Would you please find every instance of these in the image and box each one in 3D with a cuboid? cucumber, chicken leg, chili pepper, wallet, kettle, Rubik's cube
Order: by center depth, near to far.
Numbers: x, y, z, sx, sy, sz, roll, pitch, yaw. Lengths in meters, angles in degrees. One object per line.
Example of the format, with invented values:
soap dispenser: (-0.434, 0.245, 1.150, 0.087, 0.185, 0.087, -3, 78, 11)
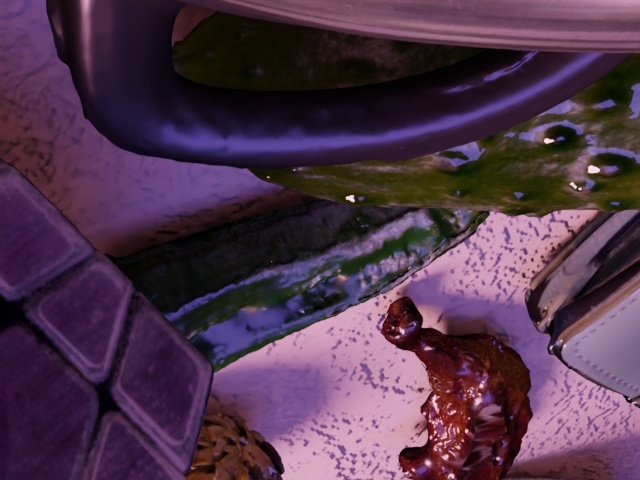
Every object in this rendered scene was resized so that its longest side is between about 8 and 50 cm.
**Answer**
kettle: (0.016, -0.156, 0.611, 0.271, 0.207, 0.251, -4, 167, -10)
Rubik's cube: (-0.196, 0.098, 0.741, 0.264, 0.319, 0.319, 17, 135, -8)
cucumber: (0.037, -0.073, 0.772, 0.244, 0.134, 0.134, -1, 141, -8)
chili pepper: (0.000, 0.000, 0.902, 0.227, 0.059, 0.088, -26, 132, -2)
wallet: (0.250, 0.037, 1.064, 0.176, 0.075, 0.250, -41, 140, 19)
chicken leg: (0.087, 0.099, 1.080, 0.089, 0.048, 0.219, -20, 145, -8)

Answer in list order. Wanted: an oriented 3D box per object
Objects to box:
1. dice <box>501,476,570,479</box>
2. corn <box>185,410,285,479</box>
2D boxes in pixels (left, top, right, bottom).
dice: (0.115, 0.360, 1.246, 0.304, 0.277, 0.304, -14, 146, -13)
corn: (-0.162, 0.202, 1.021, 0.318, 0.115, 0.115, -27, 145, -3)
